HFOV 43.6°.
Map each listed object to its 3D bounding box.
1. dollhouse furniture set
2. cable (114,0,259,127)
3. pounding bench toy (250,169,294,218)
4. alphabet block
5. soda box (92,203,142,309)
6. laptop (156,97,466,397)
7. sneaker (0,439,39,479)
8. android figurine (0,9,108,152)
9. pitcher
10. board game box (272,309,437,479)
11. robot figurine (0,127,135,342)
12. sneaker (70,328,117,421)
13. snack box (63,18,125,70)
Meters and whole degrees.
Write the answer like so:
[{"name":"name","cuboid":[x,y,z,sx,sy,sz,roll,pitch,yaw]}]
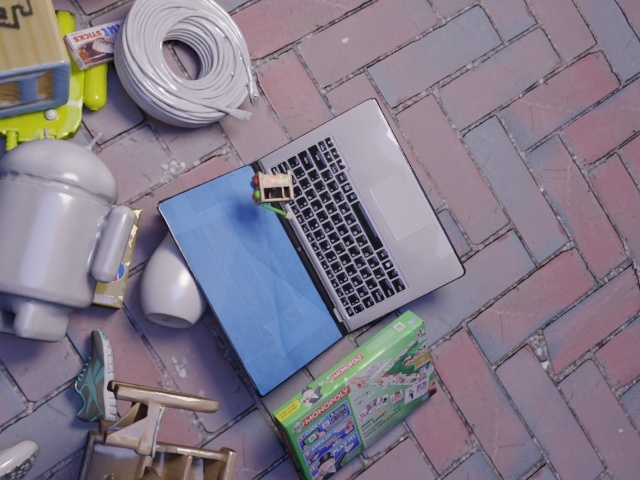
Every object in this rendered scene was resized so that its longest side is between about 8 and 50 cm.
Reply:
[{"name":"dollhouse furniture set","cuboid":[-0.238,0.413,1.228,0.256,0.394,0.362,13,80,-17]},{"name":"cable","cuboid":[-0.248,-0.335,1.464,0.257,0.089,0.257,0,78,-34]},{"name":"pounding bench toy","cuboid":[-0.084,-0.075,1.385,0.065,0.052,0.083,-6,85,-19]},{"name":"alphabet block","cuboid":[-0.524,-0.322,1.288,0.193,0.192,0.197,-16,83,-22]},{"name":"soda box","cuboid":[-0.365,0.029,1.416,0.058,0.061,0.181,14,78,-17]},{"name":"laptop","cuboid":[0.000,0.000,1.440,0.408,0.236,0.382,-28,93,9]},{"name":"sneaker","cuboid":[-0.571,0.389,1.291,0.235,0.090,0.095,-34,68,-27]},{"name":"android figurine","cuboid":[-0.506,-0.281,1.417,0.248,0.056,0.272,6,79,-18]},{"name":"pitcher","cuboid":[-0.225,0.054,1.435,0.178,0.125,0.207,19,65,-22]},{"name":"board game box","cuboid":[0.074,0.295,1.469,0.317,0.046,0.213,-34,133,-20]},{"name":"robot figurine","cuboid":[-0.453,-0.015,1.316,0.300,0.200,0.353,10,81,12]},{"name":"sneaker","cuboid":[-0.393,0.236,1.380,0.076,0.065,0.166,-4,82,-15]},{"name":"snack box","cuboid":[-0.377,-0.360,1.448,0.178,0.022,0.064,-35,94,-46]}]
